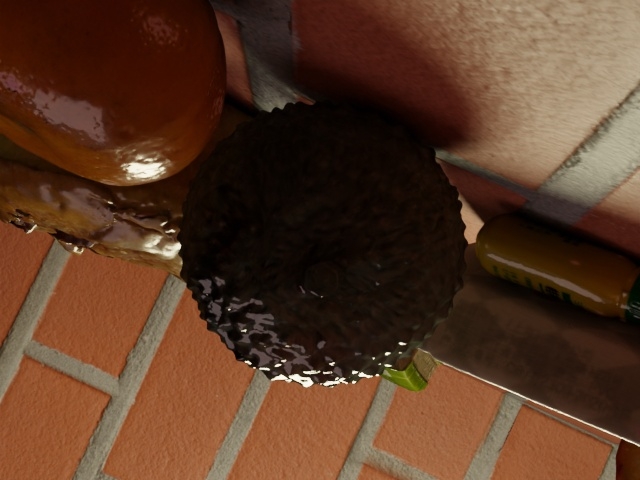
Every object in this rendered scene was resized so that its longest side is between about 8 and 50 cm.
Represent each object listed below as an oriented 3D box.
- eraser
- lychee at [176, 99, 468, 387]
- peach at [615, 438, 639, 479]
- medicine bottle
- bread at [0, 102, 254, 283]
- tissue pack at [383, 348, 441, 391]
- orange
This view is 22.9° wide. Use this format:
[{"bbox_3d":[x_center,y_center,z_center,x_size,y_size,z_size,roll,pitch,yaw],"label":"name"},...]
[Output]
[{"bbox_3d":[0.279,0.104,1.555,0.397,0.082,0.213,22,-159,33],"label":"eraser"},{"bbox_3d":[0.000,0.000,1.393,0.255,0.255,0.274,26,-172,-13],"label":"lychee"},{"bbox_3d":[0.464,0.253,1.601,0.281,0.281,0.338,28,177,-23],"label":"peach"},{"bbox_3d":[0.274,0.041,1.504,0.260,0.064,0.095,21,180,25],"label":"medicine bottle"},{"bbox_3d":[-0.201,-0.072,1.749,0.337,0.204,0.358,24,170,-17],"label":"bread"},{"bbox_3d":[0.077,0.078,2.064,0.200,0.167,0.275,31,176,12],"label":"tissue pack"},{"bbox_3d":[-0.178,-0.149,1.193,0.240,0.171,0.240,28,167,7],"label":"orange"}]
